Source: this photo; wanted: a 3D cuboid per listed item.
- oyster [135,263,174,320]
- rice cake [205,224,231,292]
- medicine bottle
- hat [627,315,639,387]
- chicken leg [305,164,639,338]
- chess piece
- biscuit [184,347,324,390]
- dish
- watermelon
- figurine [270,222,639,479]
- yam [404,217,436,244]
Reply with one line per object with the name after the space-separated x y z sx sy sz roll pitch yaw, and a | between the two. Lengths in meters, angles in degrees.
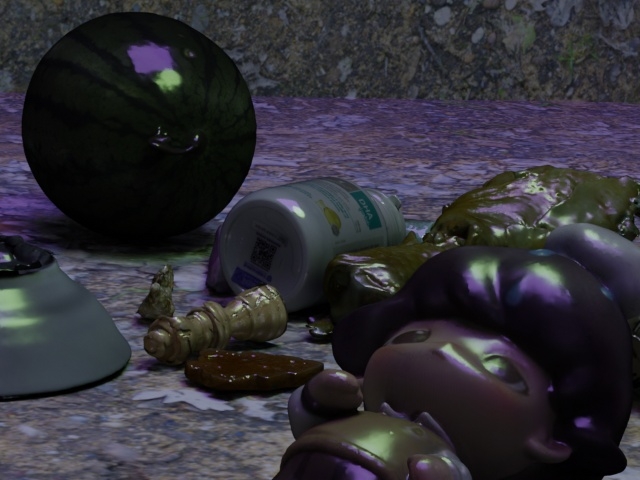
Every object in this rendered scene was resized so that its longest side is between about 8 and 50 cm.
-0.157 0.051 2.044 0.038 0.081 0.083 26 49 4 | oyster
-0.108 0.020 2.256 0.036 0.047 0.207 9 12 -3 | rice cake
0.000 0.000 2.158 0.135 0.135 0.215 11 14 33 | medicine bottle
0.301 0.123 1.841 0.175 0.085 0.147 37 17 29 | hat
0.160 0.022 2.103 0.429 0.153 0.201 -16 29 -39 | chicken leg
-0.105 0.084 1.915 0.060 0.060 0.172 12 15 36 | chess piece
-0.060 0.121 1.828 0.129 0.019 0.119 1 11 -10 | biscuit
-0.332 0.057 1.853 0.316 0.106 0.316 3 11 -1 | dish
-0.219 -0.137 2.430 0.278 0.279 0.359 -3 11 -27 | watermelon
0.076 0.115 1.431 0.218 0.206 0.365 -6 5 39 | figurine
0.060 0.001 2.342 0.169 0.068 0.068 7 12 19 | yam
